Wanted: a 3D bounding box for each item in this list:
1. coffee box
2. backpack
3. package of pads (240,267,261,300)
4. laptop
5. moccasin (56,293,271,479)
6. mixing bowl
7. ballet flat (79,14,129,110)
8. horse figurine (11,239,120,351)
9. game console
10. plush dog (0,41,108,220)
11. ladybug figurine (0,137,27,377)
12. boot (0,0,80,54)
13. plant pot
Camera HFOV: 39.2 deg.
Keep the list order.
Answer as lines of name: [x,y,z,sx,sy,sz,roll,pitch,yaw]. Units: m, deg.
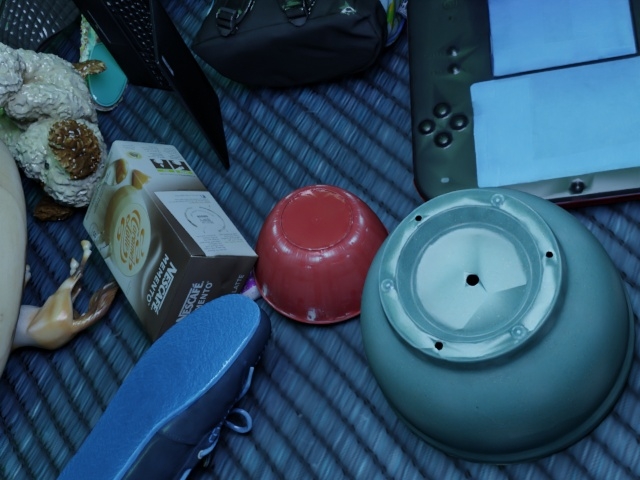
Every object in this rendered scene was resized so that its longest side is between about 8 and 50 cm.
coffee box: [-0.200,-0.003,1.156,0.246,0.098,0.141,49,124,38]
backpack: [0.009,-0.398,1.294,0.290,0.273,0.356,-5,69,33]
package of pads: [-0.081,0.046,1.155,0.083,0.032,0.050,-31,53,0]
laptop: [-0.251,-0.239,1.283,0.264,0.234,0.137,14,64,27]
moccasin: [-0.176,0.213,1.036,0.342,0.117,0.137,-48,42,-7]
mixing bowl: [0.000,0.000,1.089,0.181,0.098,0.181,-3,59,4]
ballet flat: [-0.355,-0.318,1.464,0.077,0.091,0.241,-14,70,51]
horse figurine: [-0.387,0.096,1.222,0.263,0.066,0.174,-10,55,16]
game console: [0.300,-0.200,1.100,0.386,0.060,0.342,-7,72,17]
plush dog: [-0.379,-0.149,1.297,0.210,0.262,0.225,-18,73,-26]
ladybug figurine: [-0.523,0.043,1.168,0.305,0.162,0.449,-9,74,35]
boot: [-0.539,-0.325,1.506,0.222,0.118,0.338,-19,38,43]
plant pot: [0.166,0.064,0.916,0.293,0.196,0.293,-8,65,17]
